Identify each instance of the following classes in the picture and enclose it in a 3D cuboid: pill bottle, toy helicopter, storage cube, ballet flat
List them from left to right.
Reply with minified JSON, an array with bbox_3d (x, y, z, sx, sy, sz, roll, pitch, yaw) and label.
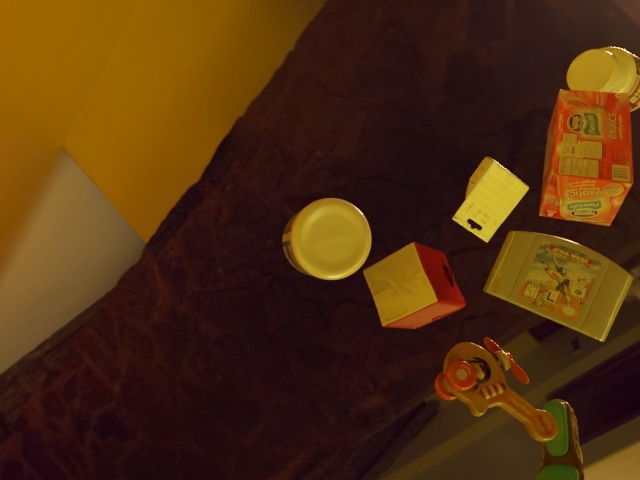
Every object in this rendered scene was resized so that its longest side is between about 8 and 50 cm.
[{"bbox_3d":[0.000,0.000,1.303,0.210,0.210,0.363,41,172,-7],"label":"pill bottle"},{"bbox_3d":[0.268,0.139,1.312,0.193,0.215,0.184,16,-131,-51],"label":"storage cube"},{"bbox_3d":[0.532,0.434,1.332,0.355,0.140,0.235,37,-118,18],"label":"toy helicopter"},{"bbox_3d":[0.874,0.814,1.618,0.182,0.164,0.483,46,-134,-17],"label":"ballet flat"},{"bbox_3d":[0.863,-0.478,1.353,0.301,0.169,0.169,-6,-126,-39],"label":"pill bottle"}]

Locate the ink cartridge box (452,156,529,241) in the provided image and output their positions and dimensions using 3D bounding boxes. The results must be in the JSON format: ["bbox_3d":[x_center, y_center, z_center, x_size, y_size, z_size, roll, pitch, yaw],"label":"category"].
[{"bbox_3d":[0.568,-0.137,1.545,0.189,0.232,0.066,29,-164,-23],"label":"ink cartridge box"}]

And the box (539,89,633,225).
[{"bbox_3d":[0.606,-0.198,1.045,0.154,0.142,0.300,10,-124,18],"label":"box"}]

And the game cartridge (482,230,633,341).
[{"bbox_3d":[0.583,0.097,1.119,0.297,0.198,0.062,23,-173,16],"label":"game cartridge"}]
